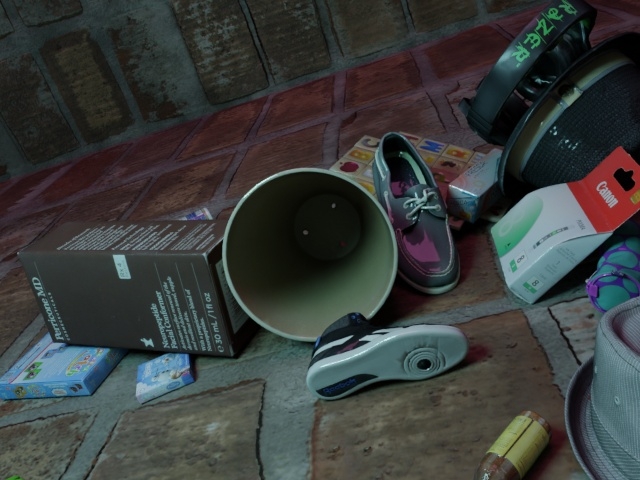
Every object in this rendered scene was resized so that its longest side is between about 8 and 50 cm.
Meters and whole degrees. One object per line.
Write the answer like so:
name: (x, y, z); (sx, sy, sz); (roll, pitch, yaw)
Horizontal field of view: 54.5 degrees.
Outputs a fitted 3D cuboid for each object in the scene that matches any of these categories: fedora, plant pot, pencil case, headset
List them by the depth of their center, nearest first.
fedora: (0.349, 0.135, 0.571); (0.243, 0.124, 0.275); (-15, 24, 13)
pencil case: (0.396, 0.030, 0.827); (0.070, 0.065, 0.152); (18, 38, 18)
plant pot: (0.000, 0.000, 1.028); (0.256, 0.257, 0.274); (-16, 8, 10)
fedora: (0.459, -0.167, 1.028); (0.334, 0.334, 0.152); (-30, 59, -20)
headset: (0.372, -0.245, 1.071); (0.243, 0.185, 0.394); (-45, -14, -1)

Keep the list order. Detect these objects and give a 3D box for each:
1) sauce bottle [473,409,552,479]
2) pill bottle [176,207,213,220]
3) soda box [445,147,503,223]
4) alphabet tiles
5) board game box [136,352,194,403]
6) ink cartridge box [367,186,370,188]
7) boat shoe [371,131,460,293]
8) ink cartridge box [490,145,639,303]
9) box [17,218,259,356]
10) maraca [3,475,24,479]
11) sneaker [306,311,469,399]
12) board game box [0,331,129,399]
sauce bottle: (0.181, 0.223, 0.617); (0.128, 0.042, 0.042); (-34, 28, -29)
pill bottle: (-0.316, -0.026, 1.496); (0.120, 0.067, 0.067); (-27, 25, -14)
soda box: (0.297, -0.103, 1.125); (0.063, 0.058, 0.183); (27, 44, 29)
alphabet tiles: (0.206, -0.128, 1.211); (0.342, 0.011, 0.285); (19, 40, 21)
board game box: (-0.250, 0.214, 0.999); (0.090, 0.020, 0.090); (-23, 24, -5)
ink cartridge box: (0.103, -0.078, 1.240); (0.056, 0.099, 0.135); (-2, 31, 33)
boat shoe: (0.151, -0.055, 1.037); (0.116, 0.099, 0.320); (-11, 49, -1)
ink cartridge box: (0.349, -0.038, 0.888); (0.225, 0.056, 0.181); (-51, 11, 26)
box: (-0.303, 0.073, 1.063); (0.381, 0.191, 0.143); (0, 26, 24)
maraca: (-0.473, 0.349, 0.804); (0.127, 0.099, 0.185); (-12, -1, 13)
sneaker: (0.084, 0.131, 0.839); (0.216, 0.079, 0.121); (-17, 26, 11)
board game box: (-0.458, 0.218, 1.128); (0.211, 0.039, 0.160); (-9, 26, 24)
